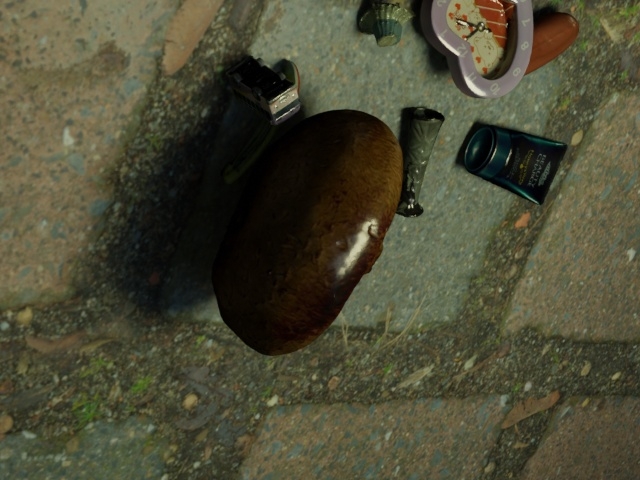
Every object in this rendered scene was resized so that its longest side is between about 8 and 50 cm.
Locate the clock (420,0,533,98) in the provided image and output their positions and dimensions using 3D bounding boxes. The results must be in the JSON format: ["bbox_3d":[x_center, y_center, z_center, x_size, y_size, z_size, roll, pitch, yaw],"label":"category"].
[{"bbox_3d":[0.239,-0.319,1.664,0.172,0.064,0.198,-43,113,-15],"label":"clock"}]

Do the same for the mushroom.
[{"bbox_3d":[-0.023,-0.009,1.491,0.239,0.345,0.345,5,119,-3],"label":"mushroom"}]

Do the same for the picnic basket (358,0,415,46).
[{"bbox_3d":[0.094,-0.314,1.568,0.065,0.083,0.083,14,62,-44],"label":"picnic basket"}]

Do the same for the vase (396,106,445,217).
[{"bbox_3d":[0.149,-0.122,1.738,0.059,0.059,0.166,-9,122,-37],"label":"vase"}]

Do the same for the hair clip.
[{"bbox_3d":[-0.076,-0.155,1.521,0.033,0.060,0.188,26,102,-30],"label":"hair clip"}]

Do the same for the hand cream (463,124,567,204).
[{"bbox_3d":[0.340,-0.134,1.909,0.271,0.061,0.120,10,104,-52],"label":"hand cream"}]

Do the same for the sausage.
[{"bbox_3d":[0.335,-0.307,1.770,0.194,0.077,0.077,-33,134,-23],"label":"sausage"}]

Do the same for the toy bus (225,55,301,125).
[{"bbox_3d":[-0.074,-0.195,1.461,0.052,0.102,0.058,-37,138,-18],"label":"toy bus"}]
